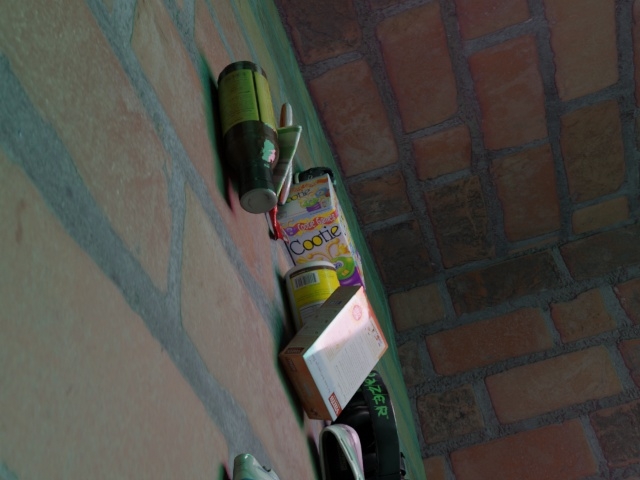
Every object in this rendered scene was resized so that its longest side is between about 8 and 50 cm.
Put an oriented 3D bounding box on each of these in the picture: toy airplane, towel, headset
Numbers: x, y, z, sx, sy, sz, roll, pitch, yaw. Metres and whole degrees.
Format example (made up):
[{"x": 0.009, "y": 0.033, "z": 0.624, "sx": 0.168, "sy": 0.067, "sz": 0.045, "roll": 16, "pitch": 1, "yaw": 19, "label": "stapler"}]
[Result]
[{"x": -0.104, "y": -0.060, "z": 1.756, "sx": 0.151, "sy": 0.028, "sz": 0.151, "roll": 162, "pitch": -90, "yaw": -80, "label": "toy airplane"}, {"x": -0.096, "y": -0.155, "z": 1.566, "sx": 0.023, "sy": 0.113, "sz": 0.152, "roll": 28, "pitch": 74, "yaw": -34, "label": "towel"}, {"x": 0.128, "y": 0.447, "z": 1.661, "sx": 0.243, "sy": 0.185, "sz": 0.394, "roll": -110, "pitch": -161, "yaw": -52, "label": "headset"}]

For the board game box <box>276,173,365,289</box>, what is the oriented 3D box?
[{"x": 0.000, "y": 0.000, "z": 1.967, "sx": 0.142, "sy": 0.144, "sz": 0.275, "roll": -96, "pitch": 166, "yaw": -54, "label": "board game box"}]

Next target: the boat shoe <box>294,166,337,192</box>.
[{"x": -0.004, "y": -0.163, "z": 2.424, "sx": 0.340, "sy": 0.113, "sz": 0.127, "roll": -64, "pitch": 137, "yaw": -79, "label": "boat shoe"}]

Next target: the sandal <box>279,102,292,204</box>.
[{"x": -0.109, "y": -0.205, "z": 1.877, "sx": 0.102, "sy": 0.076, "sz": 0.266, "roll": 111, "pitch": -20, "yaw": -63, "label": "sandal"}]

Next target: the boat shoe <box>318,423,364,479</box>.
[{"x": 0.043, "y": 0.474, "z": 1.485, "sx": 0.084, "sy": 0.095, "sz": 0.258, "roll": 21, "pitch": 47, "yaw": -60, "label": "boat shoe"}]

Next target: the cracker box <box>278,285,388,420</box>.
[{"x": 0.030, "y": 0.215, "z": 1.545, "sx": 0.232, "sy": 0.067, "sz": 0.156, "roll": -46, "pitch": 121, "yaw": -44, "label": "cracker box"}]

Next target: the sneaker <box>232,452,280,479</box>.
[{"x": -0.063, "y": 0.339, "z": 1.029, "sx": 0.083, "sy": 0.071, "sz": 0.191, "roll": -107, "pitch": 176, "yaw": -50, "label": "sneaker"}]

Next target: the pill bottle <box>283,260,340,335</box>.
[{"x": -0.002, "y": 0.159, "z": 1.685, "sx": 0.117, "sy": 0.117, "sz": 0.215, "roll": 56, "pitch": 19, "yaw": -66, "label": "pill bottle"}]

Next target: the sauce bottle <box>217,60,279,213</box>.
[{"x": -0.138, "y": -0.201, "z": 1.536, "sx": 0.111, "sy": 0.111, "sz": 0.345, "roll": 64, "pitch": 13, "yaw": -49, "label": "sauce bottle"}]
